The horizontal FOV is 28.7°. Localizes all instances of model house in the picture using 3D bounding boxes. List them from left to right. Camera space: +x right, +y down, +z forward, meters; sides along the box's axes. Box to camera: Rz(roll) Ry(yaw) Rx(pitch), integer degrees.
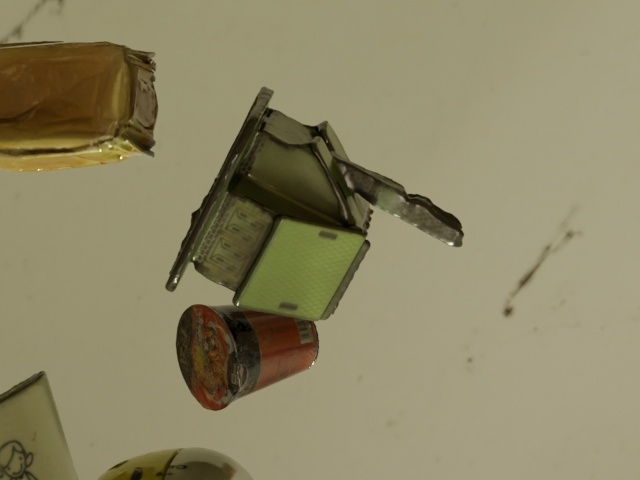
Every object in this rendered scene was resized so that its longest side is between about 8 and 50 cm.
[{"bbox_3d":[0.000,0.000,1.364,0.278,0.218,0.205,28,-158,-5],"label":"model house"}]

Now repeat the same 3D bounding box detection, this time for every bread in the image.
[{"bbox_3d":[-0.307,-0.150,1.420,0.241,0.136,0.107,-2,170,13],"label":"bread"}]

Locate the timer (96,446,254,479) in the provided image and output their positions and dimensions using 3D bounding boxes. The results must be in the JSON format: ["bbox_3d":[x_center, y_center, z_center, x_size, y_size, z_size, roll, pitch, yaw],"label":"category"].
[{"bbox_3d":[-0.212,0.376,1.444,0.285,0.285,0.285,24,-148,-16],"label":"timer"}]

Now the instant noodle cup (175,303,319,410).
[{"bbox_3d":[-0.080,0.123,1.455,0.135,0.127,0.127,-11,-128,-38],"label":"instant noodle cup"}]

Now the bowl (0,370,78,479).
[{"bbox_3d":[-0.265,0.201,0.871,0.126,0.237,0.238,58,-148,-3],"label":"bowl"}]
